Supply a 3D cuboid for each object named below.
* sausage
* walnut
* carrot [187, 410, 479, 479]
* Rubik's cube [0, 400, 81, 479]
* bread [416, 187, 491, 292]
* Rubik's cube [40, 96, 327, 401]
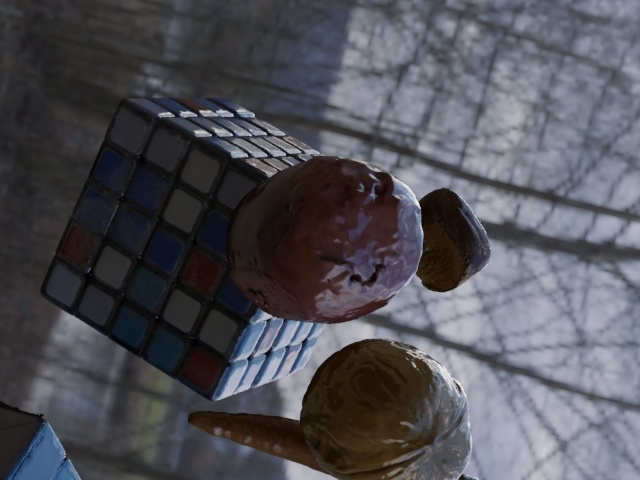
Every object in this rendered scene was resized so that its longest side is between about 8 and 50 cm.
[{"bbox_3d":[0.000,0.000,1.395,0.280,0.152,0.152,168,-64,-71],"label":"sausage"},{"bbox_3d":[0.067,0.180,1.538,0.197,0.165,0.165,-163,-94,-73],"label":"walnut"},{"bbox_3d":[0.018,0.232,1.655,0.069,0.336,0.069,-165,-90,-81],"label":"carrot"},{"bbox_3d":[-0.429,0.333,1.812,0.231,0.221,0.224,-59,148,-33],"label":"Rubik's cube"},{"bbox_3d":[0.161,0.006,2.089,0.126,0.129,0.044,-36,-175,24],"label":"bread"},{"bbox_3d":[-0.132,0.001,1.963,0.293,0.287,0.292,-64,162,13],"label":"Rubik's cube"}]
